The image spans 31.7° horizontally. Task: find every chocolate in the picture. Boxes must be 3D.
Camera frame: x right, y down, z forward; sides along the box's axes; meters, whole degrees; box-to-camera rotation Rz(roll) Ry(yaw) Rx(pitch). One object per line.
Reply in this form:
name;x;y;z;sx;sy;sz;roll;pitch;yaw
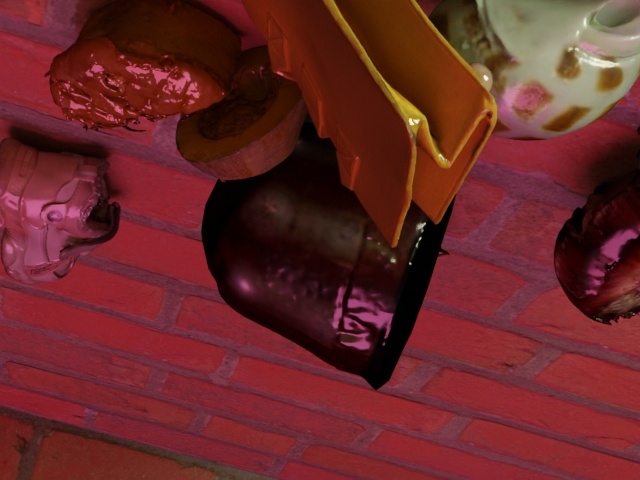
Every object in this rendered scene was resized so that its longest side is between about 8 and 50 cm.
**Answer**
chocolate;0.000;0.000;1.667;0.331;0.383;0.383;17;153;12

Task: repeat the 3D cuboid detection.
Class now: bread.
bread;-0.249;-0.246;1.508;0.260;0.160;0.147;-1;141;30

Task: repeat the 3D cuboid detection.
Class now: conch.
conch;0.231;-0.236;1.253;0.368;0.197;0.249;-21;103;15

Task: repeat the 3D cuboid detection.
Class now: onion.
onion;0.446;-0.021;1.619;0.272;0.195;0.272;-21;141;-18

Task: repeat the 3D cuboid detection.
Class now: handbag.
handbag;0.029;-0.215;1.256;0.133;0.401;0.283;-26;160;-19

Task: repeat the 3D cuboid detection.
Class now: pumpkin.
pumpkin;-0.088;-0.155;1.518;0.217;0.217;0.110;-4;138;28

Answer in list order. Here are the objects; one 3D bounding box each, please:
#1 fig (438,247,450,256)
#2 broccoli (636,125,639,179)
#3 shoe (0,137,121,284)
fig;0.138;0.008;1.863;0.155;0.103;0.109;8;175;26
broccoli;0.541;-0.128;1.325;0.293;0.348;0.281;48;179;29
shoe;-0.450;-0.029;1.961;0.198;0.172;0.351;7;153;4
